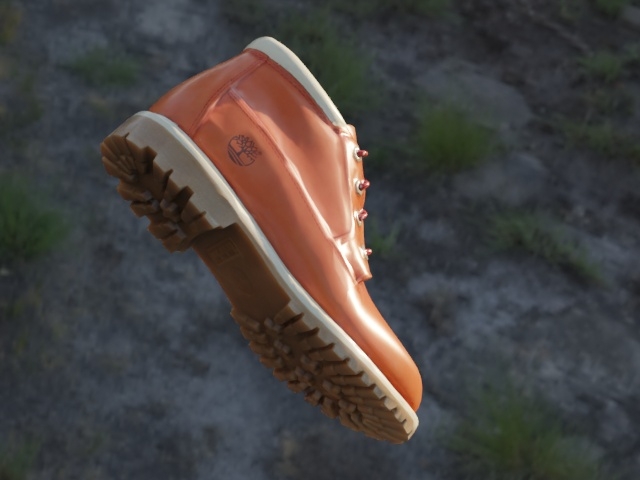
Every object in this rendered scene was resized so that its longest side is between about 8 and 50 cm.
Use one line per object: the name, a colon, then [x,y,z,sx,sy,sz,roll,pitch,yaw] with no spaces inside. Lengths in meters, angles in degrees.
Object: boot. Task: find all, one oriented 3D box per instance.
boot: [0.000,0.000,0.542,0.084,0.059,0.158,-44,105,-29]
